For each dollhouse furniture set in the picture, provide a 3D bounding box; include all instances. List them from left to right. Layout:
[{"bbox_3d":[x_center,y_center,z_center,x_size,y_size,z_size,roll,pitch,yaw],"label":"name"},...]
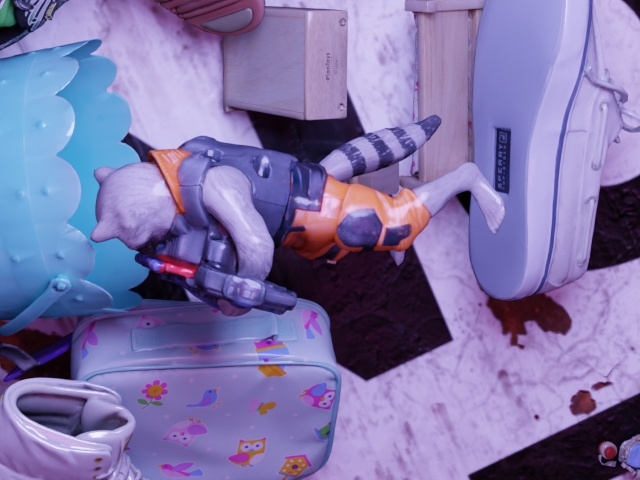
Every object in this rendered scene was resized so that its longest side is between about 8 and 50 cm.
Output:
[{"bbox_3d":[0.091,-0.211,1.460,0.355,0.174,0.303,-7,104,-32],"label":"dollhouse furniture set"}]

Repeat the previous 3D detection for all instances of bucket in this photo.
[{"bbox_3d":[-0.281,-0.048,1.319,0.183,0.281,0.281,-7,102,5],"label":"bucket"}]

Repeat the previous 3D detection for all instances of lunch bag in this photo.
[{"bbox_3d":[-0.114,0.153,1.424,0.279,0.108,0.224,-3,133,-10],"label":"lunch bag"}]

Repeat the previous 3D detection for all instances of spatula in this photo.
[{"bbox_3d":[-0.302,0.111,1.337,0.084,0.296,0.030,-28,82,8],"label":"spatula"}]

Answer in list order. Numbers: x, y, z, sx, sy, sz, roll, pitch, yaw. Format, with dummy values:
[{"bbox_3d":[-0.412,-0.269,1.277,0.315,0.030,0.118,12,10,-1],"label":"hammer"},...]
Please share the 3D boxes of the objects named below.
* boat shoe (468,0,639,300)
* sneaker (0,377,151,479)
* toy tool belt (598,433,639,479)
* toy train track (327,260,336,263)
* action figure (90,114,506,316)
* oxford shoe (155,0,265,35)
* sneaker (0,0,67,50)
[{"bbox_3d":[0.250,-0.122,1.396,0.156,0.136,0.367,-7,106,-32],"label":"boat shoe"},{"bbox_3d":[-0.201,0.235,1.338,0.292,0.108,0.169,27,129,-23],"label":"sneaker"},{"bbox_3d":[0.364,0.248,1.592,0.083,0.051,0.052,9,99,-11],"label":"toy tool belt"},{"bbox_3d":[0.000,0.000,1.504,0.083,0.014,0.048,9,99,-10],"label":"toy train track"},{"bbox_3d":[-0.053,-0.031,1.264,0.330,0.341,0.178,0,94,-25],"label":"action figure"},{"bbox_3d":[-0.158,-0.367,1.277,0.140,0.146,0.397,-10,129,35],"label":"oxford shoe"},{"bbox_3d":[-0.234,-0.255,1.207,0.134,0.146,0.343,38,137,-15],"label":"sneaker"}]
